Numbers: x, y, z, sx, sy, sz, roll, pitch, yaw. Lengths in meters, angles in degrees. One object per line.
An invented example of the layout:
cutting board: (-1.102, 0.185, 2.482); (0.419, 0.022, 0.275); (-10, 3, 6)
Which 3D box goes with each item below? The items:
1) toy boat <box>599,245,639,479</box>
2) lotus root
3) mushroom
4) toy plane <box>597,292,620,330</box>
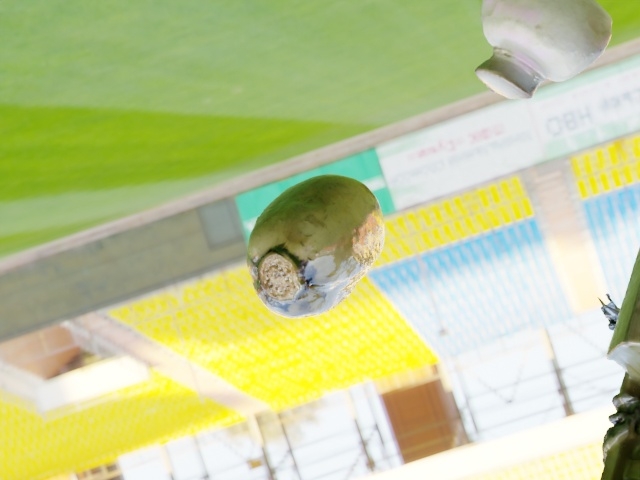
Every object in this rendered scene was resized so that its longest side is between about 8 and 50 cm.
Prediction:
toy boat: (0.337, 0.066, 1.084); (0.136, 0.445, 0.162); (-1, 151, 45)
lotus root: (0.000, 0.000, 1.166); (0.125, 0.118, 0.221); (-36, -175, 27)
mushroom: (0.367, -0.362, 2.025); (0.236, 0.162, 0.173); (-53, -151, -17)
toy plane: (0.407, 0.108, 1.647); (0.031, 0.083, 0.078); (-39, -151, 25)
